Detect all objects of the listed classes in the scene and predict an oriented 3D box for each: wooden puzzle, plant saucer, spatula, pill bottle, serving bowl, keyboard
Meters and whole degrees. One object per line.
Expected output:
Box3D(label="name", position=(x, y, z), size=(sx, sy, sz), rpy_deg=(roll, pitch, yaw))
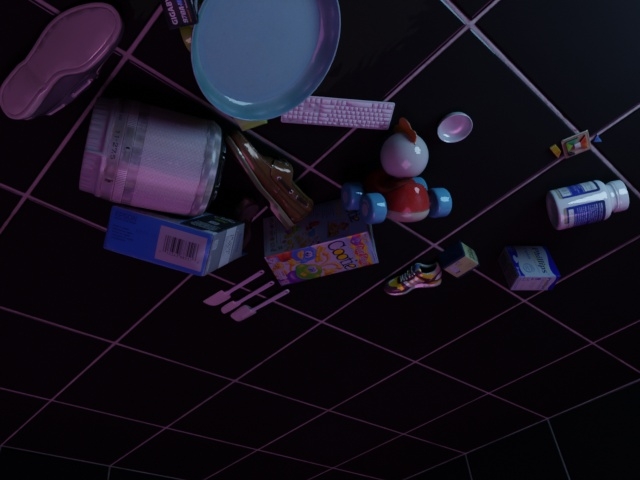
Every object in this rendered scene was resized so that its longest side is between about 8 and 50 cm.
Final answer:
Box3D(label="wooden puzzle", position=(0.648, -0.241, 1.475), size=(0.116, 0.014, 0.078), rpy_deg=(-27, 135, 22))
Box3D(label="plant saucer", position=(-0.104, -0.380, 1.101), size=(0.317, 0.044, 0.318), rpy_deg=(-23, 138, -23))
Box3D(label="spatula", position=(-0.226, 0.177, 1.835), size=(0.242, 0.019, 0.168), rpy_deg=(-31, 128, 24))
Box3D(label="pill bottle", position=(0.720, -0.101, 1.572), size=(0.186, 0.112, 0.112), rpy_deg=(-12, 139, 7))
Box3D(label="serving bowl", position=(0.316, -0.273, 1.380), size=(0.083, 0.027, 0.083), rpy_deg=(-4, 140, -3))
Box3D(label="keyboard", position=(0.040, -0.293, 1.329), size=(0.255, 0.014, 0.072), rpy_deg=(2, 139, -11))

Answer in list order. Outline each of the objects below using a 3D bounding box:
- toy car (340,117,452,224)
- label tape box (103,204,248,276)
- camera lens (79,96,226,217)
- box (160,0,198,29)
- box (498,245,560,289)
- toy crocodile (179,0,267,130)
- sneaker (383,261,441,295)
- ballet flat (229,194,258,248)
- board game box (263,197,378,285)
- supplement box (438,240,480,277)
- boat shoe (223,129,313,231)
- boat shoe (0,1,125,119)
Box3D(label="toy car", position=(0.186, -0.178, 1.394), size=(0.219, 0.210, 0.238), rpy_deg=(-5, 112, -22))
Box3D(label="label tape box", position=(-0.320, -0.021, 1.398), size=(0.240, 0.333, 0.106), rpy_deg=(16, 100, 7))
Box3D(label="camera lens", position=(-0.355, -0.176, 1.251), size=(0.274, 0.219, 0.219), rpy_deg=(11, 136, -20))
Box3D(label="box", position=(-0.240, -0.473, 0.923), size=(0.051, 0.220, 0.175), rpy_deg=(-10, 140, 0))
Box3D(label="box", position=(0.629, 0.082, 1.760), size=(0.137, 0.126, 0.072), rpy_deg=(1, 137, -9))
Box3D(label="toy crocodile", position=(-0.193, -0.350, 1.160), size=(0.115, 0.105, 0.341), rpy_deg=(-13, 139, 7))
Box3D(label="sneaker", position=(0.281, 0.110, 1.797), size=(0.185, 0.070, 0.084), rpy_deg=(-15, 130, 0))
Box3D(label="ballet flat", position=(-0.225, -0.036, 1.563), size=(0.084, 0.058, 0.250), rpy_deg=(-28, 158, -35))
Box3D(label="board game box", position=(0.000, 0.000, 1.562), size=(0.275, 0.144, 0.142), rpy_deg=(-14, 140, 9))
Box3D(label="supplement box", position=(0.418, 0.059, 1.756), size=(0.083, 0.056, 0.083), rpy_deg=(29, 128, -34))
Box3D(label="boat shoe", position=(-0.122, -0.161, 1.405), size=(0.104, 0.111, 0.307), rpy_deg=(-38, 132, -4))
Box3D(label="boat shoe", position=(-0.496, -0.349, 1.151), size=(0.319, 0.116, 0.099), rpy_deg=(-33, 176, 18))
